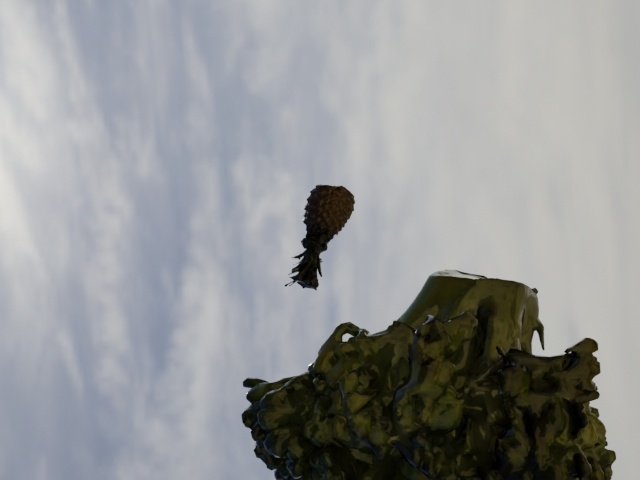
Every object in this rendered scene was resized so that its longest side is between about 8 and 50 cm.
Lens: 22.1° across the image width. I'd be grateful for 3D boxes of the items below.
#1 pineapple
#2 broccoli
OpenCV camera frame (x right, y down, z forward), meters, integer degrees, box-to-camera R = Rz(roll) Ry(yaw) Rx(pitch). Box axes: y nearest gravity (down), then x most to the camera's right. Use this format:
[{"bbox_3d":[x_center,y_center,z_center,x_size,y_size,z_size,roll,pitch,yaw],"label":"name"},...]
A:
[{"bbox_3d":[0.000,0.000,1.816,0.058,0.058,0.124,54,-133,-62],"label":"pineapple"},{"bbox_3d":[0.105,0.176,1.452,0.324,0.334,0.272,-23,-66,-52],"label":"broccoli"}]
